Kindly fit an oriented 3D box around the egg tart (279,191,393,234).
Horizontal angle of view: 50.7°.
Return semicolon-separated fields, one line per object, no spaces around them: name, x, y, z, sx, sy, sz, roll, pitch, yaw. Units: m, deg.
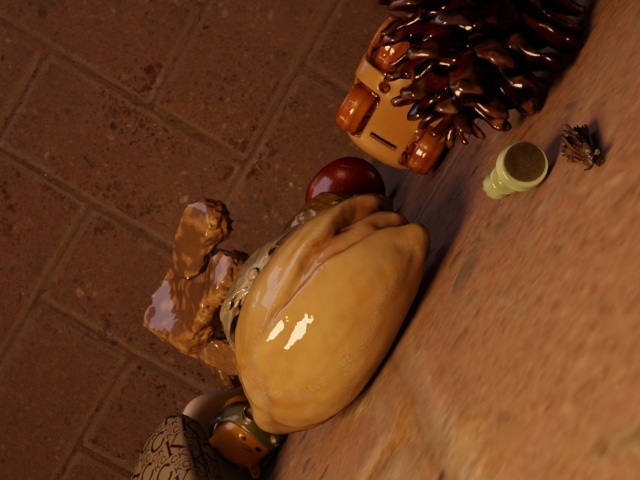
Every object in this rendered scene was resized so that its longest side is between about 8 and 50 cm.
egg tart;0.000;0.000;1.320;0.319;0.128;0.319;-42;-11;-10

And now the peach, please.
peach;0.064;-0.107;1.568;0.197;0.197;0.197;-59;3;4

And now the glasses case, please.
glasses case;-0.182;0.360;0.875;0.137;0.085;0.354;-52;28;5

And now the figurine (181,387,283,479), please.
figurine;-0.121;0.292;1.109;0.141;0.166;0.250;-42;8;23

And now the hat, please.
hat;-0.062;0.052;0.911;0.214;0.149;0.245;-53;23;-3

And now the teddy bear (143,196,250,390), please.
teddy bear;-0.145;0.103;1.083;0.296;0.222;0.246;-52;45;31

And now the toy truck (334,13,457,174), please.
toy truck;0.157;-0.251;1.165;0.288;0.204;0.211;-60;0;31

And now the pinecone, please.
pinecone;0.168;-0.240;0.700;0.246;0.246;0.292;-86;8;-84

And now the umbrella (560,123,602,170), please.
umbrella;0.190;-0.067;0.494;0.031;0.020;0.083;-59;8;21

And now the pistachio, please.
pistachio;0.005;0.087;0.743;0.181;0.162;0.293;18;-78;-55

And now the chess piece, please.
chess piece;0.166;-0.056;0.598;0.042;0.042;0.093;-60;-3;-8
